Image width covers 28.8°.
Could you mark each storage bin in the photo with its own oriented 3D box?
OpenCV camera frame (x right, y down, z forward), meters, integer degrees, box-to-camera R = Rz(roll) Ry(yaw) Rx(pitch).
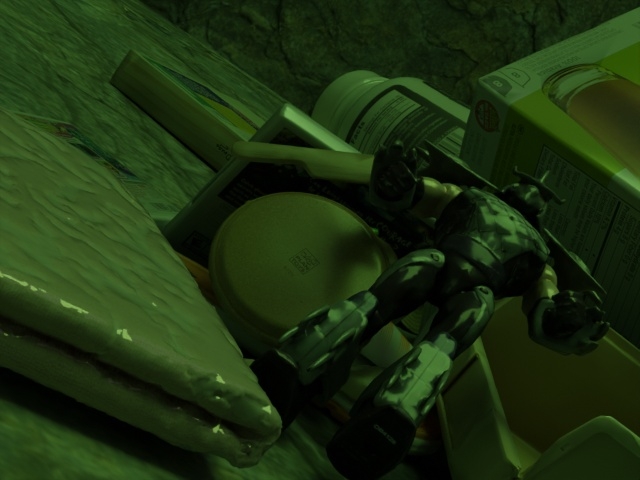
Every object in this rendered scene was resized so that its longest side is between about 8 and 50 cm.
[{"bbox_3d":[0.214,0.168,0.874,0.260,0.123,0.262,37,14,-11],"label":"storage bin"}]

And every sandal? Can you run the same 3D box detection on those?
[{"bbox_3d":[-0.004,0.059,0.874,0.265,0.076,0.102,34,9,-15],"label":"sandal"}]

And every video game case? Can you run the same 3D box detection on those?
[{"bbox_3d":[-0.186,-0.053,0.976,0.143,0.019,0.157,37,9,13],"label":"video game case"},{"bbox_3d":[0.000,0.000,0.952,0.190,0.173,0.022,33,42,-18],"label":"video game case"}]

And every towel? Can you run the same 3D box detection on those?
[{"bbox_3d":[-0.196,-0.025,0.667,0.317,0.053,0.332,30,10,-31],"label":"towel"}]

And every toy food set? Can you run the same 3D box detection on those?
[{"bbox_3d":[-0.010,0.024,0.833,0.132,0.038,0.192,8,57,-9],"label":"toy food set"}]

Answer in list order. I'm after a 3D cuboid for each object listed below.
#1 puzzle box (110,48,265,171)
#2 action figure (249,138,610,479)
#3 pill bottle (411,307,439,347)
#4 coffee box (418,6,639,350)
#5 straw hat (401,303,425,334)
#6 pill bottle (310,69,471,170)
[{"bbox_3d":[-0.047,-0.078,1.540,0.409,0.052,0.272,40,10,26],"label":"puzzle box"},{"bbox_3d":[0.081,0.030,0.776,0.185,0.099,0.285,34,48,16],"label":"action figure"},{"bbox_3d":[0.170,0.128,1.065,0.187,0.112,0.112,35,9,-3],"label":"pill bottle"},{"bbox_3d":[0.346,0.011,1.210,0.338,0.338,0.334,-27,52,-33],"label":"coffee box"},{"bbox_3d":[0.103,0.026,1.337,0.144,0.061,0.144,50,22,-30],"label":"straw hat"},{"bbox_3d":[0.126,-0.089,1.482,0.176,0.176,0.318,27,8,-45],"label":"pill bottle"}]
